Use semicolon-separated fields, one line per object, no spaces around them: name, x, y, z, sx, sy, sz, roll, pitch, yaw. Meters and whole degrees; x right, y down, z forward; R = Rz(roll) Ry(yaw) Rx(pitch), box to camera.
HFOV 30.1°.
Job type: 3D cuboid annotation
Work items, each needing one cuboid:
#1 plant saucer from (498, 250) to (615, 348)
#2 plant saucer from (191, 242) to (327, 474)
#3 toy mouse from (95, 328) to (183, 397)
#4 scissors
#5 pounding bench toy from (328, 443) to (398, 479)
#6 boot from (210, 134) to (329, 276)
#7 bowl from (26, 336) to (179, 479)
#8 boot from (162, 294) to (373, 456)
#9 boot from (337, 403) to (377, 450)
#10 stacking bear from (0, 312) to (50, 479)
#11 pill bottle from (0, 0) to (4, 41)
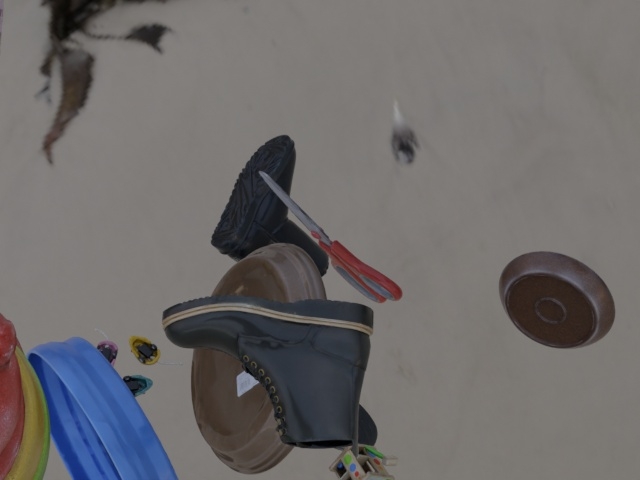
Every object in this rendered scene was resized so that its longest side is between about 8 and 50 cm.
plant saucer;0.323;0.090;1.656;0.168;0.168;0.029;11;39;27
plant saucer;-0.081;0.135;1.409;0.278;0.041;0.278;-28;55;50
toy mouse;-0.343;0.224;2.048;0.161;0.031;0.143;35;58;2
scissors;0.000;0.000;1.635;0.021;0.297;0.109;-56;25;-13
pounding bench toy;0.062;0.298;1.593;0.083;0.052;0.065;-52;46;20
boot;-0.062;-0.029;2.062;0.094;0.207;0.246;0;57;47
bowl;-0.306;0.317;1.747;0.077;0.391;0.391;-28;49;-24
boot;-0.054;0.125;1.087;0.197;0.077;0.137;-1;70;14
boot;-0.036;0.293;1.884;0.236;0.179;0.085;26;52;3
stacking bear;-0.221;0.095;0.635;0.175;0.289;0.164;-23;81;-22
pill bottle;-0.435;-0.222;1.302;0.169;0.169;0.302;14;103;28
